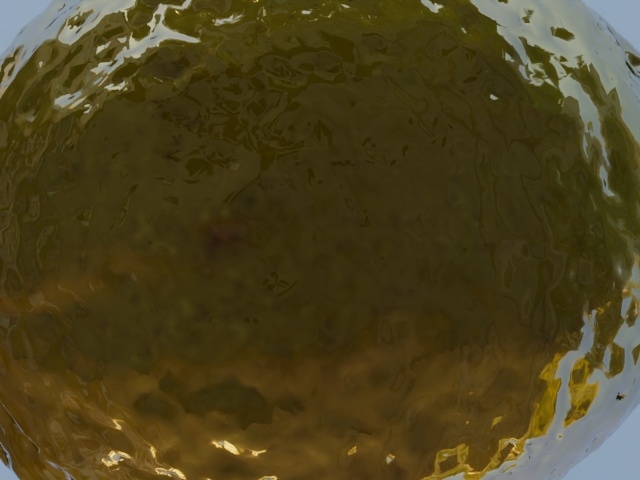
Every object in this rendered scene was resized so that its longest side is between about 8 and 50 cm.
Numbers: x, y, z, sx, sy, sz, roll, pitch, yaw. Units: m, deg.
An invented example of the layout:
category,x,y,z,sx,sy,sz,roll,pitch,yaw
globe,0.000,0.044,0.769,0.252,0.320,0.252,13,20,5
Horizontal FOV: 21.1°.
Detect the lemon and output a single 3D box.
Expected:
category,x,y,z,sx,sy,sz,roll,pitch,yaw
lemon,-0.002,0.001,0.451,0.193,0.180,0.181,-35,-83,-37
